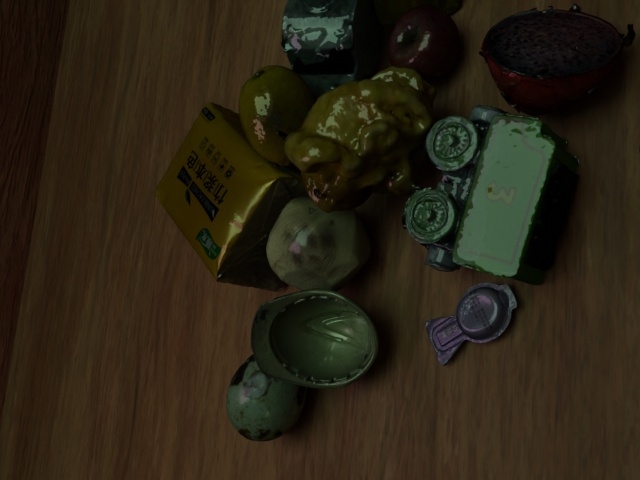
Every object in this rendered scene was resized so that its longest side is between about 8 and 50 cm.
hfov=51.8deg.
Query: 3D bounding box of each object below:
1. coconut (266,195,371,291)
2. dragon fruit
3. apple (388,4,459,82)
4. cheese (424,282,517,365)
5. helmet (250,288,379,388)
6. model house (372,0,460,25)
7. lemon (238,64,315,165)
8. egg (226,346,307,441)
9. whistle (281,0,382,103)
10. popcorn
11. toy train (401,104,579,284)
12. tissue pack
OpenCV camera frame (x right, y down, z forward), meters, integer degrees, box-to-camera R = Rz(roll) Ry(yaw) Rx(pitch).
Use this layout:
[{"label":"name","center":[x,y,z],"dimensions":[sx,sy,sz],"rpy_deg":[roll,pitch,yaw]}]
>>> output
[{"label":"coconut","center":[0.000,0.000,1.377],"dimensions":[0.224,0.224,0.225],"rpy_deg":[-13,71,41]},{"label":"dragon fruit","center":[0.387,-0.282,1.120],"dimensions":[0.223,0.148,0.218],"rpy_deg":[-36,50,-22]},{"label":"apple","center":[0.210,-0.392,1.333],"dimensions":[0.153,0.119,0.154],"rpy_deg":[-11,75,47]},{"label":"cheese","center":[0.272,0.143,1.191],"dimensions":[0.191,0.042,0.105],"rpy_deg":[-38,55,32]},{"label":"helmet","center":[-0.002,0.188,1.355],"dimensions":[0.257,0.137,0.204],"rpy_deg":[3,98,10]},{"label":"model house","center":[0.234,-0.584,1.353],"dimensions":[0.239,0.173,0.268],"rpy_deg":[13,120,32]},{"label":"lemon","center":[-0.088,-0.263,1.386],"dimensions":[0.170,0.170,0.208],"rpy_deg":[-5,109,43]},{"label":"egg","center":[-0.110,0.324,1.425],"dimensions":[0.169,0.169,0.231],"rpy_deg":[36,103,43]},{"label":"whistle","center":[0.021,-0.385,1.441],"dimensions":[0.168,0.188,0.405],"rpy_deg":[6,87,24]},{"label":"popcorn","center":[0.101,-0.180,1.272],"dimensions":[0.316,0.297,0.281],"rpy_deg":[-42,68,0]},{"label":"toy train","center":[0.297,-0.080,1.139],"dimensions":[0.248,0.173,0.308],"rpy_deg":[17,91,38]},{"label":"tissue pack","center":[-0.193,-0.105,1.572],"dimensions":[0.382,0.228,0.293],"rpy_deg":[46,110,39]}]
